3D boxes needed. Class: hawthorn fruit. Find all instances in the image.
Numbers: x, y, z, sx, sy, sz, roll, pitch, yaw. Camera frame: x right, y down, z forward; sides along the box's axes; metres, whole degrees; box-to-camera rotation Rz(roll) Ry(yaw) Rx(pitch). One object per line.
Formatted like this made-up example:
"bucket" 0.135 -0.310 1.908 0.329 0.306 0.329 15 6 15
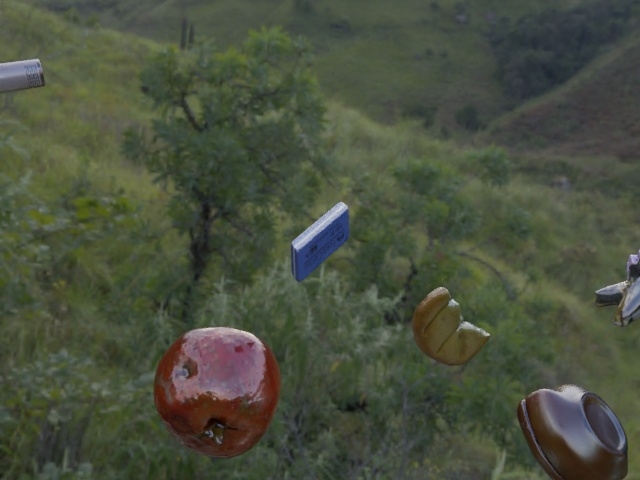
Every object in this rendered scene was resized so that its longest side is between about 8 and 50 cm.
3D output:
"hawthorn fruit" -0.210 0.315 1.649 0.275 0.275 0.300 7 31 -11

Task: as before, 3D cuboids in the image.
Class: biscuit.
"biscuit" 0.308 0.225 1.971 0.299 0.154 0.045 42 15 -43

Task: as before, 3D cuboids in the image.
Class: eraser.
"eraser" 0.000 0.000 1.701 0.036 0.082 0.225 17 36 28

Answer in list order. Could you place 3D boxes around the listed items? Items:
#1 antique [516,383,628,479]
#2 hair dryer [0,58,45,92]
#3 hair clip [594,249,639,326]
"antique" 0.515 0.392 1.599 0.278 0.129 0.224 36 35 -25
"hair dryer" -0.594 -0.351 1.379 0.195 0.220 0.054 -15 43 -22
"hair clip" 0.520 0.035 1.096 0.292 0.085 0.106 -22 -43 11
